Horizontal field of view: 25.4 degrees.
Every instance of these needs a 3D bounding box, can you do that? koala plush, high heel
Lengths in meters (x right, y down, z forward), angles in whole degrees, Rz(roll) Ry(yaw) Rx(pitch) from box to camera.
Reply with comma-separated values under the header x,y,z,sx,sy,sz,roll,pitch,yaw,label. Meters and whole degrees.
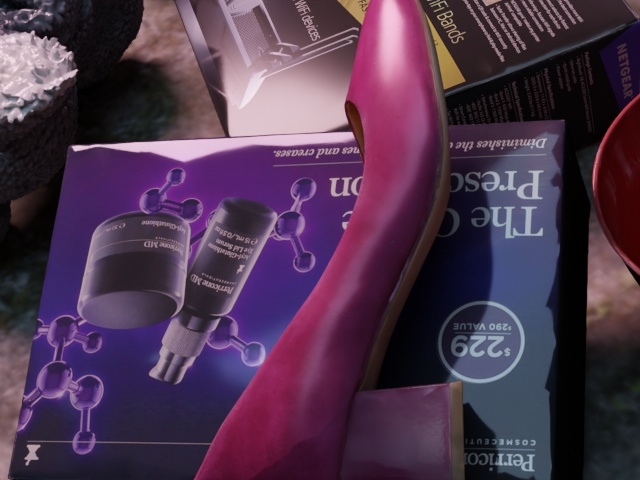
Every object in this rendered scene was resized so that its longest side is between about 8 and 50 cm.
x,y,z,sx,sy,sz,roll,pitch,yaw,label
-0.205,-0.110,0.895,0.203,0.196,0.221,13,44,-24,koala plush
0.000,0.000,0.623,0.117,0.082,0.244,-3,78,5,high heel

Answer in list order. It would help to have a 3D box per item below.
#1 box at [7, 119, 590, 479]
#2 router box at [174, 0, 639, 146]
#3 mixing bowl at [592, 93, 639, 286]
x,y,z,sx,sy,sz,roll,pitch,yaw,label
-0.004,0.046,0.707,0.261,0.103,0.184,-2,68,17,box
0.035,-0.153,0.920,0.242,0.081,0.309,-22,46,0,router box
0.230,-0.003,0.704,0.181,0.098,0.181,-9,47,10,mixing bowl
